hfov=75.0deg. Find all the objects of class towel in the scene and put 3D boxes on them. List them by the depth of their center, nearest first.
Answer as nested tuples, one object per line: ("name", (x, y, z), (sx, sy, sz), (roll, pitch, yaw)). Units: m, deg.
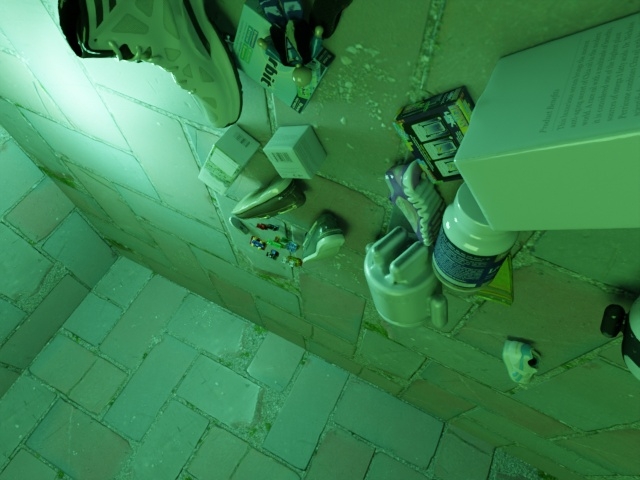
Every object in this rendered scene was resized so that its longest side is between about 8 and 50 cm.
("towel", (0.455, 0.099, 1.109), (0.102, 0.021, 0.237), (11, 148, 33))

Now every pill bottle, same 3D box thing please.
("pill bottle", (0.332, -0.008, 0.896), (0.153, 0.153, 0.265), (21, 153, 18))

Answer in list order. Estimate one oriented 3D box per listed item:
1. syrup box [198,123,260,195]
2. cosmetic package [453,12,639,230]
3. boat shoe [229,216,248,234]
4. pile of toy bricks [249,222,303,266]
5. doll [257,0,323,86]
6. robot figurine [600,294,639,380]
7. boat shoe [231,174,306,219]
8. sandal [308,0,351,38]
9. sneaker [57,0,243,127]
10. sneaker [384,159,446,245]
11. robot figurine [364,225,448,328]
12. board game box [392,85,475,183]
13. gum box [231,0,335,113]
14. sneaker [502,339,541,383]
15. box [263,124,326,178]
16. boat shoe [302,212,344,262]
("syrup box", (-0.268, -0.225, 1.201), (0.093, 0.096, 0.237), (38, 153, -12))
("cosmetic package", (0.419, -0.147, 0.474), (0.453, 0.230, 0.161), (1, 142, 47))
("boat shoe", (-0.326, -0.057, 1.635), (0.035, 0.035, 0.100), (-2, 146, 44))
("pile of toy bricks", (-0.140, 0.010, 1.497), (0.212, 0.118, 0.105), (24, -167, 25))
("doll", (-0.059, -0.362, 0.726), (0.129, 0.046, 0.189), (-4, 129, 25))
("robot figurine", (0.723, 0.203, 0.850), (0.209, 0.174, 0.278), (-20, 134, 14))
("boat shoe", (-0.166, -0.112, 1.281), (0.097, 0.117, 0.324), (45, 145, -22))
("sandal", (0.023, -0.396, 0.671), (0.067, 0.040, 0.179), (41, 167, -8))
("sneaker", (-0.324, -0.364, 0.793), (0.169, 0.257, 0.448), (37, 157, 31))
("sneaker", (0.214, -0.088, 0.961), (0.104, 0.095, 0.236), (14, 146, 43))
("robot figurine", (0.235, 0.116, 1.164), (0.300, 0.199, 0.353), (46, 168, 38))
("board game box", (0.239, -0.191, 0.789), (0.141, 0.048, 0.170), (-5, 137, 47))
("gum box", (-0.082, -0.361, 0.830), (0.184, 0.041, 0.157), (34, 153, -9))
("sneaker", (0.670, 0.409, 1.364), (0.092, 0.087, 0.229), (1, 144, 42))
("box", (-0.061, -0.214, 1.015), (0.101, 0.087, 0.102), (9, 147, 38))
("boat shoe", (0.000, 0.000, 1.362), (0.319, 0.116, 0.099), (128, 126, -71))
